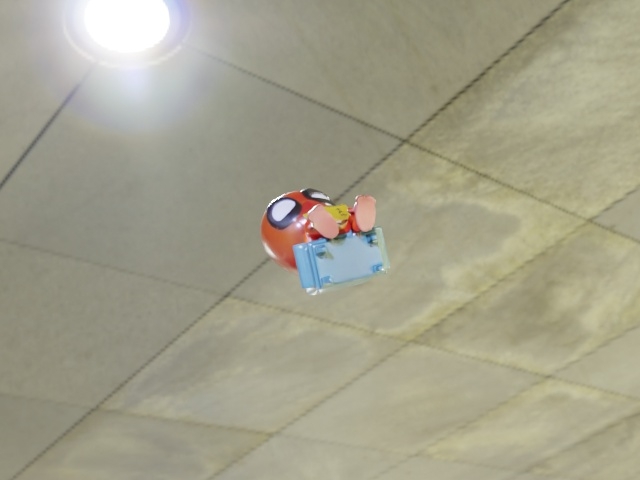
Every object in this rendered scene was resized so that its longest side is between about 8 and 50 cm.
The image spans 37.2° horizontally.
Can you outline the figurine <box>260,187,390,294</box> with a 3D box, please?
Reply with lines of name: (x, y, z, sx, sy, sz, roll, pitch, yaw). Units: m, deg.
figurine: (0.000, 0.000, 0.708, 0.068, 0.075, 0.140, -16, -171, -17)
